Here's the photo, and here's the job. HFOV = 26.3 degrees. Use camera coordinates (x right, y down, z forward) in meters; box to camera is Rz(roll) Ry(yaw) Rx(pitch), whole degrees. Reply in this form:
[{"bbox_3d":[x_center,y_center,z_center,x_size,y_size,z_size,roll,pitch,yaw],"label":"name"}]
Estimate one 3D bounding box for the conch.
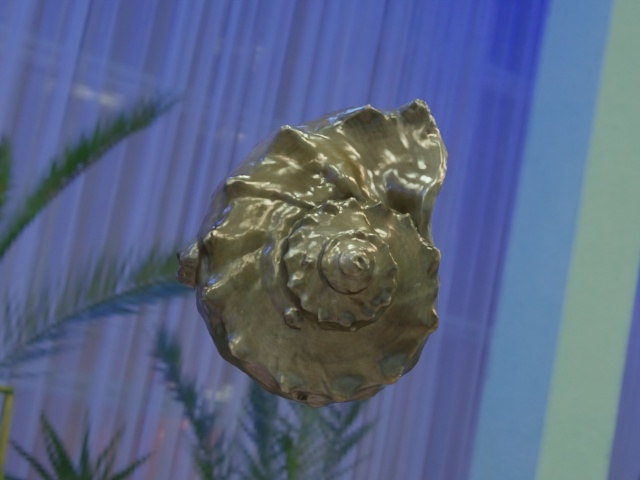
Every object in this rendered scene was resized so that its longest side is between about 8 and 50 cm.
[{"bbox_3d":[-0.008,-0.005,1.127,0.186,0.263,0.324,30,-8,-23],"label":"conch"}]
